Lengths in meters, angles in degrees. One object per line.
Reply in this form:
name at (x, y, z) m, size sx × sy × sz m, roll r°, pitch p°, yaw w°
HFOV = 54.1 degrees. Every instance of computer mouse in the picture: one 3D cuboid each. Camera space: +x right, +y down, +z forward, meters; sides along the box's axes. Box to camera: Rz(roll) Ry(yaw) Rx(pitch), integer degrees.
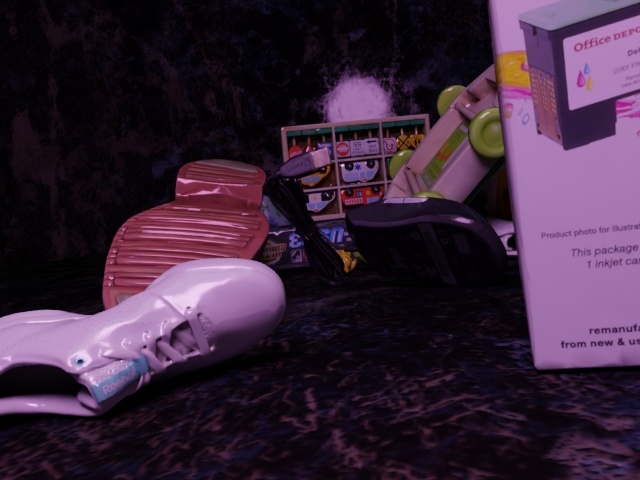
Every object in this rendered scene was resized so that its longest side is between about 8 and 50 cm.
computer mouse at (0.064, -0.034, 0.662) m, size 0.261 × 0.184 × 0.060 m, roll -4°, pitch 39°, yaw 44°

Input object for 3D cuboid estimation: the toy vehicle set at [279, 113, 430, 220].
toy vehicle set at (0.067, -0.127, 1.107) m, size 0.266 × 0.166 × 0.035 m, roll -7°, pitch 4°, yaw -9°

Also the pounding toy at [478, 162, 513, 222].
pounding toy at (0.274, -0.052, 0.862) m, size 0.180 × 0.206 × 0.094 m, roll 12°, pitch 53°, yaw 23°

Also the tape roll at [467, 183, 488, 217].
tape roll at (0.364, -0.095, 1.026) m, size 0.274 × 0.090 × 0.275 m, roll 4°, pitch -10°, yaw 1°

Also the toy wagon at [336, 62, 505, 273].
toy wagon at (0.144, -0.082, 0.839) m, size 0.068 × 0.344 × 0.267 m, roll 34°, pitch 17°, yaw -9°

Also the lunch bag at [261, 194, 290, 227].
lunch bag at (-0.164, -0.027, 1.339) m, size 0.175 × 0.090 × 0.219 m, roll -21°, pitch -14°, yaw 20°

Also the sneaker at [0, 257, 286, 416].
sneaker at (-0.120, 0.073, 0.404) m, size 0.212 × 0.080 × 0.094 m, roll -16°, pitch 17°, yaw -8°

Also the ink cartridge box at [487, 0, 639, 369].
ink cartridge box at (0.177, -0.082, 0.405) m, size 0.116 × 0.279 × 0.201 m, roll -7°, pitch 4°, yaw 18°

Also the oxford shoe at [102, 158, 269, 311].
oxford shoe at (-0.124, 0.028, 0.684) m, size 0.140 × 0.147 × 0.397 m, roll 8°, pitch 22°, yaw 2°

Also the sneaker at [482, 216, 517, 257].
sneaker at (0.229, -0.003, 0.808) m, size 0.152 × 0.054 × 0.061 m, roll -4°, pitch 8°, yaw 38°

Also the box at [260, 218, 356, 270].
box at (0.000, 0.000, 1.098) m, size 0.295 × 0.074 × 0.293 m, roll -8°, pitch 5°, yaw -6°
